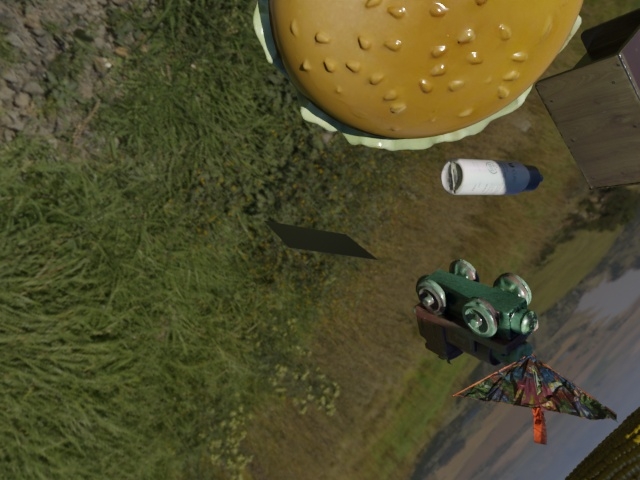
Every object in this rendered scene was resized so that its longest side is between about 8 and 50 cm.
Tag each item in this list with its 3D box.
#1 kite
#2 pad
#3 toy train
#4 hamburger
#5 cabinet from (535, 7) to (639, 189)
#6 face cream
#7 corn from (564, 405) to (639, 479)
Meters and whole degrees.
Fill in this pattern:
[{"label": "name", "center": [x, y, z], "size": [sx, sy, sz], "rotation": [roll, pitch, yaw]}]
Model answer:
[{"label": "kite", "center": [0.311, 0.228, 0.821], "size": [0.189, 0.232, 0.009], "rotation": [-64, 159, -59]}, {"label": "pad", "center": [0.000, 0.000, 1.043], "size": [0.190, 0.127, 0.004], "rotation": [9, 108, -30]}, {"label": "toy train", "center": [0.340, 0.177, 1.227], "size": [0.150, 0.304, 0.221], "rotation": [-28, 117, -27]}, {"label": "hamburger", "center": [0.078, -0.208, 0.460], "size": [0.275, 0.212, 0.274], "rotation": [2, 122, 4]}, {"label": "cabinet", "center": [0.479, -0.219, 0.879], "size": [0.175, 0.148, 0.215], "rotation": [-45, 109, -25]}, {"label": "face cream", "center": [0.451, -0.158, 1.407], "size": [0.312, 0.092, 0.092], "rotation": [-1, 131, -28]}, {"label": "corn", "center": [0.652, 0.470, 1.163], "size": [0.387, 0.144, 0.144], "rotation": [-43, 150, 0]}]
